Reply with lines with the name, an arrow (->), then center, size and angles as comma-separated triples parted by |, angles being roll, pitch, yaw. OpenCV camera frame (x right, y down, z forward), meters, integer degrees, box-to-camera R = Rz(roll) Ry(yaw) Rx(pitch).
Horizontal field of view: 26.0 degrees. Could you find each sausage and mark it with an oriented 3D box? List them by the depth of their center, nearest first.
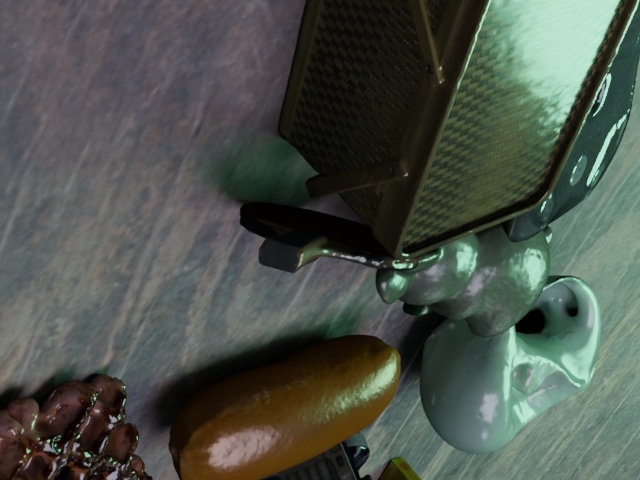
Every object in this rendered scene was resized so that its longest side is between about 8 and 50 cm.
sausage -> -0.030, 0.144, 1.171 | 0.238, 0.098, 0.098 | -19, 143, -40

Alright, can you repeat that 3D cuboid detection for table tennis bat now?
table tennis bat -> 0.000, 0.000, 0.949 | 0.220, 0.130, 0.019 | -22, 128, -76

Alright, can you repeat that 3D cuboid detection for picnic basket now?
picnic basket -> 0.088, -0.129, 0.910 | 0.165, 0.139, 0.267 | -21, 144, -34

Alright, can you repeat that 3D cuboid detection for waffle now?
waffle -> -0.217, 0.216, 1.023 | 0.221, 0.055, 0.234 | -32, 133, -39

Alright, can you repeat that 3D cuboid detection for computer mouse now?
computer mouse -> 0.189, -0.169, 1.042 | 0.167, 0.090, 0.379 | -28, 139, -50

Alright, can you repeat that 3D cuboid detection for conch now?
conch -> 0.185, 0.112, 1.359 | 0.221, 0.121, 0.185 | -22, 146, -40

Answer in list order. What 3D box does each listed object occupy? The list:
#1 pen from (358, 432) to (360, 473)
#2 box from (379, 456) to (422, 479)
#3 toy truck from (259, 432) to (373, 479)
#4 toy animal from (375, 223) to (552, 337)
pen -> 0.014, 0.201, 1.357 | 0.053, 0.032, 0.197 | -31, 151, -17
box -> 0.077, 0.324, 1.537 | 0.022, 0.089, 0.156 | -5, 132, -44
toy truck -> 0.007, 0.330, 1.373 | 0.175, 0.146, 0.367 | -22, 148, -5
toy animal -> 0.103, 0.008, 1.145 | 0.138, 0.108, 0.236 | -43, 148, 13
